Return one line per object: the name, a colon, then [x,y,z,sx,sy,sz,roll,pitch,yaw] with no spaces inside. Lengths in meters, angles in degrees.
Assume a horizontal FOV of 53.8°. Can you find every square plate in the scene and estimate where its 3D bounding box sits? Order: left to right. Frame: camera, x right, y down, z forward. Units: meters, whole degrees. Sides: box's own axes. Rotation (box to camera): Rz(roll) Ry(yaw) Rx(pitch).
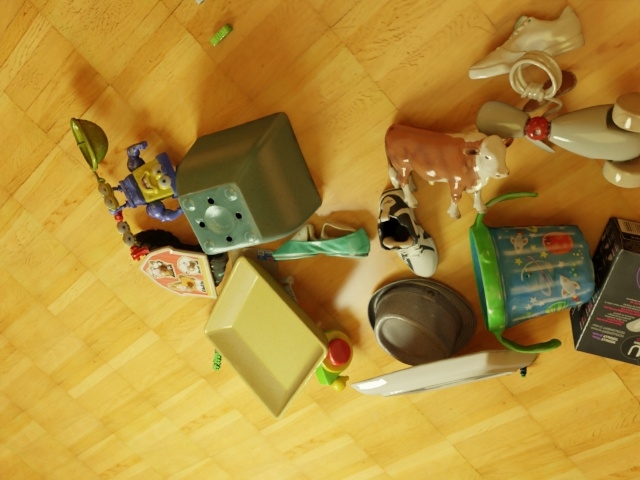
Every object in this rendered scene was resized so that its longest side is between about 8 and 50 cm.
square plate: [0.299,0.312,1.469,0.344,0.347,0.049,-23,69,31]

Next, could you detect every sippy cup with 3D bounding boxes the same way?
sippy cup: [0.447,0.065,1.339,0.224,0.240,0.306,-9,128,10]

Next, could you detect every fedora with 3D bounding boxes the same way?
fedora: [0.239,0.222,1.541,0.275,0.124,0.244,32,124,-3]

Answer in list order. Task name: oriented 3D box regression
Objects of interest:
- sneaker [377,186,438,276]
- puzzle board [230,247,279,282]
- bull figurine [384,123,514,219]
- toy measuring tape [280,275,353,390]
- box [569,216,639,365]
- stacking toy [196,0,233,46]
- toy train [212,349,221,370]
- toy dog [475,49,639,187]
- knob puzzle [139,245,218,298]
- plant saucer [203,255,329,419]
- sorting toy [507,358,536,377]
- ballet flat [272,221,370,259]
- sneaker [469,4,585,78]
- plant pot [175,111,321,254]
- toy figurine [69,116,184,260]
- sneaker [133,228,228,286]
sneaker: [0.190,0.011,1.412,0.094,0.153,0.235,-11,116,24]
puzzle board: [-0.170,0.060,1.636,0.128,0.011,0.096,7,120,12]
bull figurine: [0.257,-0.147,1.276,0.310,0.101,0.188,25,133,43]
toy measuring tape: [0.004,0.233,1.649,0.121,0.121,0.330,-21,91,26]
box: [0.656,0.111,1.336,0.165,0.143,0.270,14,123,8]
stacking toy: [-0.206,-0.524,1.274,0.221,0.052,0.167,-34,105,31]
toy train: [-0.302,0.349,1.844,0.023,0.017,0.083,22,124,16]
toy dog: [0.486,-0.233,1.199,0.333,0.161,0.220,30,136,7]
knob puzzle: [-0.370,0.088,1.601,0.213,0.030,0.213,8,139,7]
plant saucer: [-0.132,0.245,1.631,0.333,0.081,0.333,46,130,19]
sorting toy: [0.492,0.311,1.567,0.102,0.042,0.061,-35,105,30]
ballet flat: [0.000,0.000,1.519,0.247,0.083,0.087,-3,95,18]
sneaker: [0.376,-0.372,1.186,0.212,0.080,0.094,-17,102,18]
plant pot: [-0.177,-0.100,1.399,0.247,0.252,0.247,-12,116,23]
toy figurine: [-0.428,-0.154,1.532,0.217,0.191,0.363,-26,87,-13]
sneaker: [-0.373,0.052,1.639,0.267,0.101,0.106,16,125,7]
